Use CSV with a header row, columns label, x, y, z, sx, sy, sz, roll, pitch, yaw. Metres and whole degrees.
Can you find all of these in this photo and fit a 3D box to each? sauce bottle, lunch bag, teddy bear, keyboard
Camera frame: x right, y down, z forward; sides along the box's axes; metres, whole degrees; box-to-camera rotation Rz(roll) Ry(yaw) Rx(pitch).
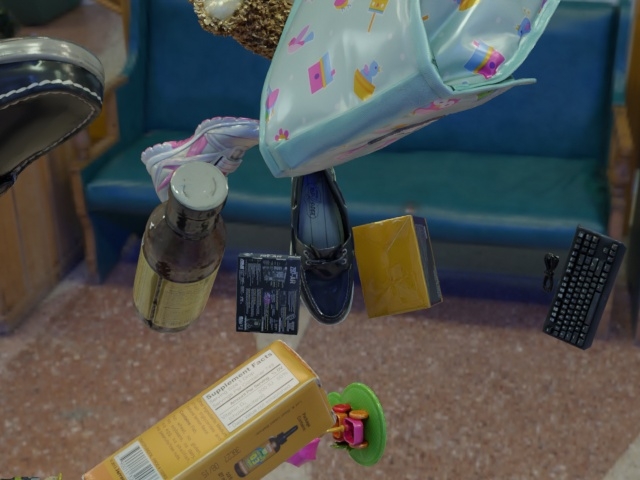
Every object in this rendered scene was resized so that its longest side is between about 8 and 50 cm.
label,x,y,z,sx,sy,sz,roll,pitch,yaw
sauce bottle,-0.181,0.015,1.257,0.111,0.344,0.111,7,62,-14
lunch bag,0.070,-0.174,0.811,0.223,0.160,0.262,-19,38,47
teddy bear,-0.050,-0.305,1.413,0.338,0.113,0.245,3,31,-46
keyboard,0.371,0.065,1.398,0.108,0.180,0.023,27,28,29

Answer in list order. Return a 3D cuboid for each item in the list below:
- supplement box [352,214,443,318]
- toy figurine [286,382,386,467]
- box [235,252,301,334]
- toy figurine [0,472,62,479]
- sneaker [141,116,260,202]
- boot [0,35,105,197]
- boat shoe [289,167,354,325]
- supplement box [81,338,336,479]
label,x,y,z,sx,sy,sz,roll,pitch,yaw
supplement box,0.163,0.054,1.996,0.129,0.191,0.194,-12,-3,15
toy figurine,-0.013,0.287,1.455,0.159,0.130,0.173,-3,7,-31
box,-0.055,0.056,1.001,0.067,0.083,0.018,2,12,3
toy figurine,-0.589,0.601,1.960,0.148,0.209,0.213,3,45,-10
sneaker,-0.180,-0.128,1.578,0.252,0.111,0.103,-21,-11,32
boot,-0.310,0.029,0.754,0.377,0.284,0.138,-23,-21,13
boat shoe,0.004,-0.001,1.859,0.127,0.340,0.113,-1,-2,-4
supplement box,-0.103,0.199,0.912,0.233,0.078,0.080,-32,43,-13
